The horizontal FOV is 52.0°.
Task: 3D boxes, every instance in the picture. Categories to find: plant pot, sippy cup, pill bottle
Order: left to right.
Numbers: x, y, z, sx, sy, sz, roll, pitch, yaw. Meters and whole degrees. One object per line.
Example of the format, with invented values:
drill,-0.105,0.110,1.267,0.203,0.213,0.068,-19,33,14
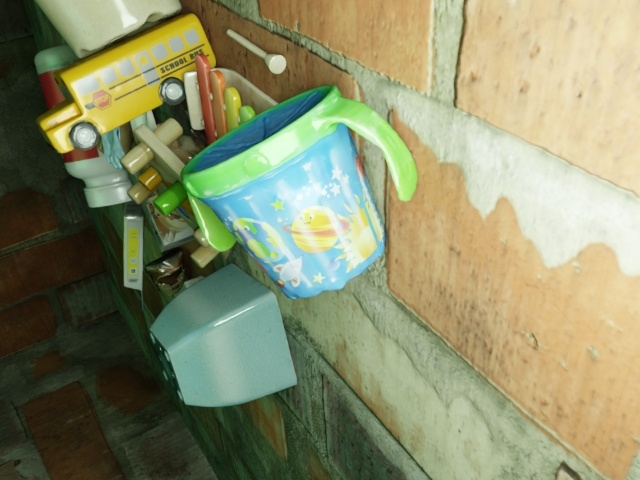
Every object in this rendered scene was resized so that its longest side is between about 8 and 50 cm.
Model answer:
plant pot,-0.424,-0.516,1.199,0.334,0.333,0.306,10,130,62
pill bottle,-0.579,-0.304,1.729,0.229,0.229,0.408,13,119,61
plant pot,-0.239,0.236,1.501,0.248,0.252,0.247,26,134,56
sippy cup,-0.029,-0.053,0.876,0.224,0.240,0.305,59,166,-19

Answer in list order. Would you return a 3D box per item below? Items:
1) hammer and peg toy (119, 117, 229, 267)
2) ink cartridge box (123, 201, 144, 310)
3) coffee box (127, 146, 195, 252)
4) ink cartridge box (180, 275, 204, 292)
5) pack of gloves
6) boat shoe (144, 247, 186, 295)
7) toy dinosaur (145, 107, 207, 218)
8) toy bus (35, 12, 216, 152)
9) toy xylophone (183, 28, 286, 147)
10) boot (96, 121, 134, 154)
hammer and peg toy,-0.217,-0.040,1.246,0.361,0.127,0.266,45,162,0
ink cartridge box,-0.584,0.017,2.050,0.303,0.072,0.307,-126,41,-63
coffee box,-0.365,-0.115,1.591,0.247,0.141,0.098,67,159,4
ink cartridge box,-0.347,0.270,1.976,0.261,0.066,0.296,63,156,12
pack of gloves,-0.423,-0.269,1.348,0.195,0.046,0.232,-18,86,41
boat shoe,-0.463,0.105,2.026,0.120,0.122,0.324,63,164,-3
toy dinosaur,-0.292,-0.169,1.435,0.295,0.127,0.200,-18,105,50
toy bus,-0.356,-0.283,1.190,0.108,0.332,0.130,27,144,55
toy xylophone,-0.131,-0.215,1.099,0.322,0.081,0.236,36,141,48
boot,-0.395,-0.295,1.413,0.270,0.089,0.236,-64,30,14
